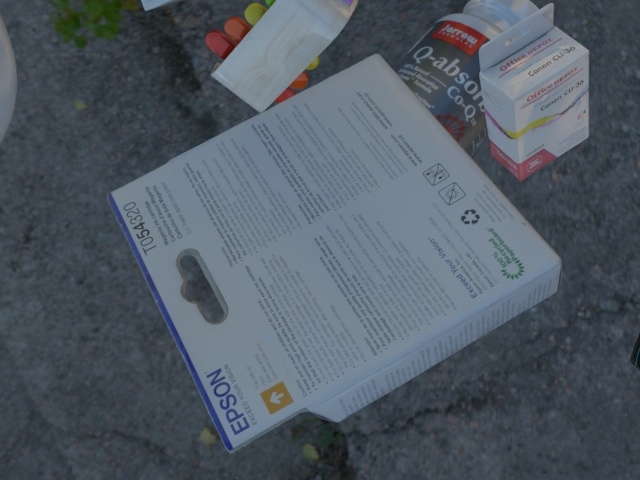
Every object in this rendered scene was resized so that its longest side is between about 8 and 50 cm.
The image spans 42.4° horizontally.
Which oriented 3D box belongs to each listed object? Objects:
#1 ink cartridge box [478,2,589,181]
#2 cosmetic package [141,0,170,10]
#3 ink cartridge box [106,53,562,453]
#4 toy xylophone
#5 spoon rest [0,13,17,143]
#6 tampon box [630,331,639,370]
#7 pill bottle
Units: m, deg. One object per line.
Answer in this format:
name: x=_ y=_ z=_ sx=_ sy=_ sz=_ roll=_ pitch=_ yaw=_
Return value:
ink cartridge box: x=0.266 y=-0.179 z=1.017 sx=0.115 sy=0.067 sz=0.198 roll=-34 pitch=143 yaw=-6
cosmetic package: x=-0.258 y=-0.541 z=1.512 sx=0.151 sy=0.151 sz=0.183 roll=-1 pitch=113 yaw=48
ink cartridge box: x=0.000 y=0.000 z=0.799 sx=0.330 sy=0.071 sz=0.324 roll=-29 pitch=56 yaw=-6
toy xylophone: x=-0.055 y=-0.328 z=1.466 sx=0.323 sy=0.081 sz=0.236 roll=-28 pitch=120 yaw=37
spoon rest: x=-0.248 y=-0.046 z=0.353 sx=0.276 sy=0.084 sz=0.137 roll=-29 pitch=113 yaw=18
tampon box: x=0.222 y=0.014 z=0.327 sx=0.101 sy=0.120 sz=0.161 roll=-15 pitch=131 yaw=-23
pill bottle: x=0.233 y=-0.267 z=1.466 sx=0.210 sy=0.210 sz=0.363 roll=42 pitch=78 yaw=-2
